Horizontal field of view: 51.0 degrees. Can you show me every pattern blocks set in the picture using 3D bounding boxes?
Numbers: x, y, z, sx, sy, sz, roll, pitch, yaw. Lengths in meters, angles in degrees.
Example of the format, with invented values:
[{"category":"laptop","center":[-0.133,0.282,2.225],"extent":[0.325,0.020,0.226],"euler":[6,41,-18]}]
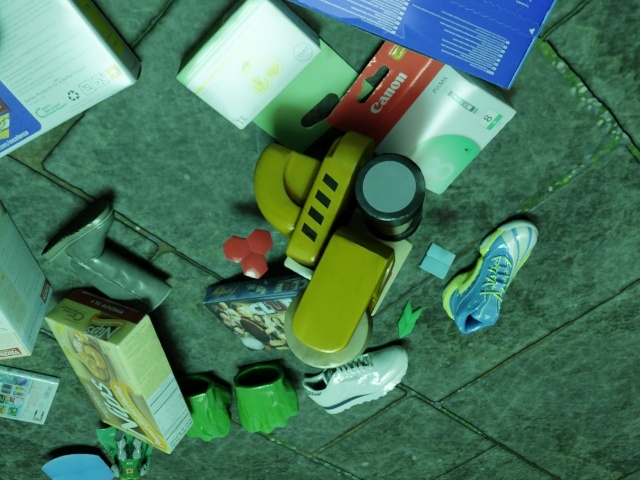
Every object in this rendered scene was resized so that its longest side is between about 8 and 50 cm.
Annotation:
[{"category":"pattern blocks set","center":[0.040,0.017,1.085],"extent":[0.325,0.026,0.285],"euler":[38,85,-3]}]

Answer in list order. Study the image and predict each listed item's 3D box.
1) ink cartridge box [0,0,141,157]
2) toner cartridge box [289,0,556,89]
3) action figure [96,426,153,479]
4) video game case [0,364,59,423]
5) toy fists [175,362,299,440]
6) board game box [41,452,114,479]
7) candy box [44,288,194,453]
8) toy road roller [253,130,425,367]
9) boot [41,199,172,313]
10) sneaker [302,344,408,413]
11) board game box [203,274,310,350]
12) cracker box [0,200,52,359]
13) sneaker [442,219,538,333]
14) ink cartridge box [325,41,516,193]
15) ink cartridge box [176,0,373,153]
[{"category":"ink cartridge box","center":[-0.452,-0.270,0.874],"extent":[0.303,0.072,0.307],"euler":[-23,126,15]},{"category":"toner cartridge box","center":[0.122,-0.332,0.847],"extent":[0.348,0.075,0.165],"euler":[17,116,-19]},{"category":"action figure","center":[-0.438,0.503,1.544],"extent":[0.137,0.063,0.232],"euler":[2,134,-11]},{"category":"video game case","center":[-0.632,0.321,1.393],"extent":[0.143,0.019,0.157],"euler":[18,127,-19]},{"category":"toy fists","center":[-0.185,0.341,1.405],"extent":[0.279,0.096,0.142],"euler":[-10,118,4]},{"category":"board game box","center":[-0.563,0.530,1.572],"extent":[0.133,0.033,0.169],"euler":[-14,136,0]},{"category":"candy box","center":[-0.368,0.248,1.254],"extent":[0.183,0.087,0.316],"euler":[15,136,27]},{"category":"toy road roller","center":[0.000,0.000,0.977],"extent":[0.240,0.202,0.329],"euler":[23,85,10]},{"category":"boot","center":[-0.340,0.038,1.142],"extent":[0.189,0.076,0.208],"euler":[-28,122,36]},{"category":"sneaker","center":[0.073,0.277,1.383],"extent":[0.235,0.090,0.095],"euler":[-34,116,20]},{"category":"board game box","center":[-0.071,0.134,1.213],"extent":[0.243,0.042,0.165],"euler":[-9,134,32]},{"category":"cracker box","center":[-0.528,0.060,1.088],"extent":[0.067,0.156,0.232],"euler":[-10,130,3]},{"category":"sneaker","center":[0.316,0.078,1.203],"extent":[0.091,0.126,0.240],"euler":[18,127,-20]},{"category":"ink cartridge box","center":[0.150,-0.184,1.002],"extent":[0.224,0.056,0.181],"euler":[21,126,-29]},{"category":"ink cartridge box","center":[-0.059,-0.225,0.956],"extent":[0.171,0.056,0.235],"euler":[-39,121,24]}]
